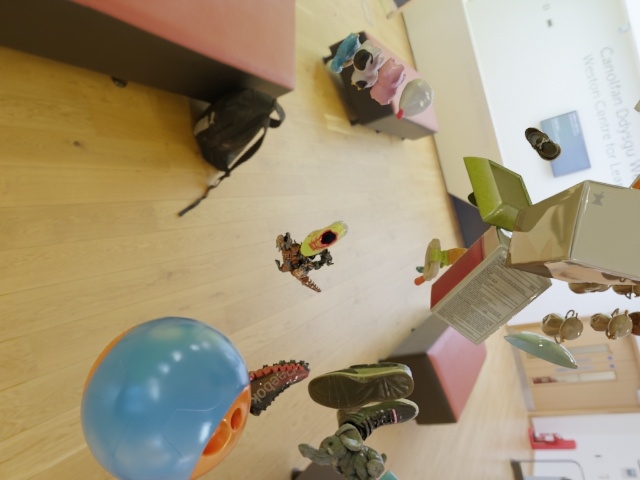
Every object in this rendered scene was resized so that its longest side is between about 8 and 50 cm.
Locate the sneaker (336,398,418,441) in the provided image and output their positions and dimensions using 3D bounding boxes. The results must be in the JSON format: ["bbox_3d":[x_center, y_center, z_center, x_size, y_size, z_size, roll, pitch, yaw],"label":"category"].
[{"bbox_3d":[0.194,0.629,1.606,0.147,0.296,0.104,-55,136,-77],"label":"sneaker"}]

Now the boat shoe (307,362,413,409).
[{"bbox_3d":[0.087,0.305,0.991,0.073,0.223,0.080,-32,111,-76],"label":"boat shoe"}]

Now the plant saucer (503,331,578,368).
[{"bbox_3d":[0.600,0.288,1.258,0.195,0.195,0.037,40,74,-49],"label":"plant saucer"}]

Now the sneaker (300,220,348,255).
[{"bbox_3d":[0.000,0.000,1.673,0.081,0.208,0.094,52,29,-6],"label":"sneaker"}]

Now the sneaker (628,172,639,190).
[{"bbox_3d":[0.964,-0.142,1.403,0.067,0.064,0.175,57,-18,30],"label":"sneaker"}]

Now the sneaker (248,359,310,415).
[{"bbox_3d":[-0.151,0.413,1.297,0.276,0.097,0.135,-6,70,-25],"label":"sneaker"}]

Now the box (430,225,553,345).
[{"bbox_3d":[0.386,0.103,1.081,0.148,0.232,0.127,37,28,-4],"label":"box"}]

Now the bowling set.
[{"bbox_3d":[0.612,0.117,0.946,0.287,0.200,0.154,-63,169,-2],"label":"bowling set"}]

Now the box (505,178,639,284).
[{"bbox_3d":[0.435,0.000,0.777,0.311,0.148,0.121,32,73,-81],"label":"box"}]

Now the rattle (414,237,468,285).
[{"bbox_3d":[0.401,0.085,1.532,0.199,0.143,0.130,93,-14,-46],"label":"rattle"}]

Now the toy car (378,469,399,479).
[{"bbox_3d":[0.167,0.665,1.039,0.219,0.210,0.238,44,-13,27],"label":"toy car"}]

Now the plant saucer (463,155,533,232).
[{"bbox_3d":[0.432,-0.109,1.084,0.188,0.045,0.188,16,53,-31],"label":"plant saucer"}]

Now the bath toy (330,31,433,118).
[{"bbox_3d":[0.189,-0.492,1.439,0.348,0.129,0.151,42,3,20],"label":"bath toy"}]

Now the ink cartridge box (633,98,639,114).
[{"bbox_3d":[0.652,-0.273,0.748,0.093,0.212,0.154,-4,37,-46],"label":"ink cartridge box"}]

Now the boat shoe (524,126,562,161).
[{"bbox_3d":[0.513,-0.226,1.075,0.038,0.046,0.125,32,30,-26],"label":"boat shoe"}]

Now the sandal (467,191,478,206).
[{"bbox_3d":[0.462,-0.115,1.221,0.067,0.179,0.040,-50,122,-10],"label":"sandal"}]

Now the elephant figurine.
[{"bbox_3d":[0.073,0.656,1.429,0.169,0.239,0.186,-48,163,-18],"label":"elephant figurine"}]

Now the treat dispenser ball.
[{"bbox_3d":[-0.268,0.281,0.829,0.288,0.288,0.288,36,47,-52],"label":"treat dispenser ball"}]

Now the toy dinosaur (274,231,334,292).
[{"bbox_3d":[-0.072,0.087,1.972,0.164,0.218,0.322,54,-9,38],"label":"toy dinosaur"}]
